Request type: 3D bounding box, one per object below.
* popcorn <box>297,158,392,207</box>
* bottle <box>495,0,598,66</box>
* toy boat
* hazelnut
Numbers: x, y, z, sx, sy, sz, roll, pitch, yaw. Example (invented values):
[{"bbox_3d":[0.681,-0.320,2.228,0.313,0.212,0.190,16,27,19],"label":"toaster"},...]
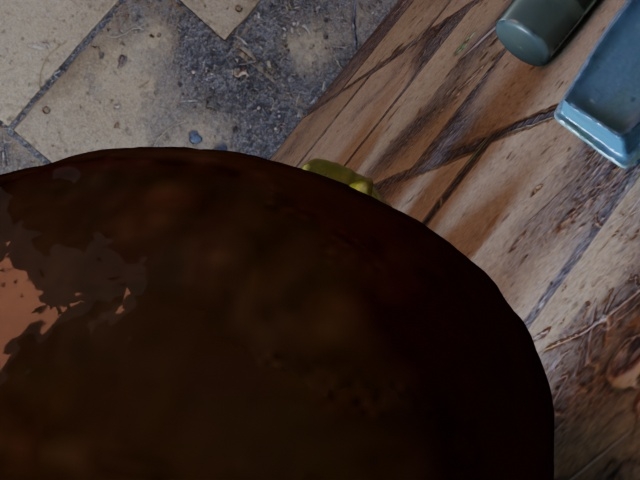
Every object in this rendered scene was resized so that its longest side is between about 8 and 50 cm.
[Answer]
[{"bbox_3d":[-0.001,-0.001,1.584,0.185,0.167,0.187,-43,14,8],"label":"popcorn"},{"bbox_3d":[0.318,-0.334,1.697,0.286,0.082,0.082,-51,10,-14],"label":"bottle"},{"bbox_3d":[0.291,-0.159,1.124,0.238,0.109,0.098,-49,-25,0],"label":"toy boat"},{"bbox_3d":[-0.071,0.121,0.817,0.421,0.352,0.421,-15,-7,-2],"label":"hazelnut"}]
